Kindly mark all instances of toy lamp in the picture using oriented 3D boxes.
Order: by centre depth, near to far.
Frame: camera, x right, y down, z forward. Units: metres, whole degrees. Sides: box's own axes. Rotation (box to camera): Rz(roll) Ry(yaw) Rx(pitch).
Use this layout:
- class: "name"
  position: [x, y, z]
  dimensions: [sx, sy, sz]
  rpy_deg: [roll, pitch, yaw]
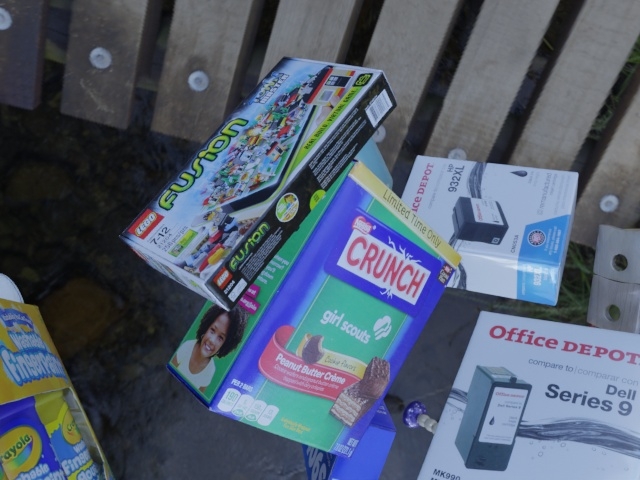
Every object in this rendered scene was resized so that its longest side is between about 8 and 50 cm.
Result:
- class: "toy lamp"
  position: [0.304, 0.462, 1.571]
  dimensions: [0.080, 0.274, 0.080]
  rpy_deg: [-8, 104, -32]

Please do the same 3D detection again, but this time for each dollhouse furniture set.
- class: "dollhouse furniture set"
  position: [0.438, 0.057, 0.794]
  dimensions: [0.129, 0.183, 0.129]
  rpy_deg: [-2, 101, -36]

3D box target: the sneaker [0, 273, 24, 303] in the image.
- class: "sneaker"
  position: [-0.490, 0.152, 1.007]
  dimensions: [0.094, 0.258, 0.091]
  rpy_deg: [-3, 148, -21]

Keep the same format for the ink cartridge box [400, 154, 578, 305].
- class: "ink cartridge box"
  position: [0.303, -0.027, 1.262]
  dimensions: [0.307, 0.223, 0.129]
  rpy_deg: [9, 146, 22]

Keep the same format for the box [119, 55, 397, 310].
- class: "box"
  position: [-0.046, -0.053, 0.511]
  dimensions: [0.207, 0.114, 0.036]
  rpy_deg: [-52, 136, -18]

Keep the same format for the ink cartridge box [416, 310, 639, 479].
- class: "ink cartridge box"
  position: [0.233, 0.234, 0.710]
  dimensions: [0.211, 0.289, 0.121]
  rpy_deg: [6, 147, 37]

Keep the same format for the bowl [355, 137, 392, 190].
- class: "bowl"
  position: [0.038, -0.093, 1.466]
  dimensions: [0.163, 0.311, 0.311]
  rpy_deg: [46, 110, 4]

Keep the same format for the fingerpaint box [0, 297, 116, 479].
- class: "fingerpaint box"
  position: [-0.321, 0.244, 0.646]
  dimensions: [0.163, 0.445, 0.371]
  rpy_deg: [-26, 85, -12]

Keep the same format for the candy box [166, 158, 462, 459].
- class: "candy box"
  position: [0.008, 0.084, 0.847]
  dimensions: [0.268, 0.122, 0.317]
  rpy_deg: [35, 82, -43]

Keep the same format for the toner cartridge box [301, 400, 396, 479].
- class: "toner cartridge box"
  position: [0.029, 0.292, 1.118]
  dimensions: [0.075, 0.348, 0.165]
  rpy_deg: [18, 100, -11]
